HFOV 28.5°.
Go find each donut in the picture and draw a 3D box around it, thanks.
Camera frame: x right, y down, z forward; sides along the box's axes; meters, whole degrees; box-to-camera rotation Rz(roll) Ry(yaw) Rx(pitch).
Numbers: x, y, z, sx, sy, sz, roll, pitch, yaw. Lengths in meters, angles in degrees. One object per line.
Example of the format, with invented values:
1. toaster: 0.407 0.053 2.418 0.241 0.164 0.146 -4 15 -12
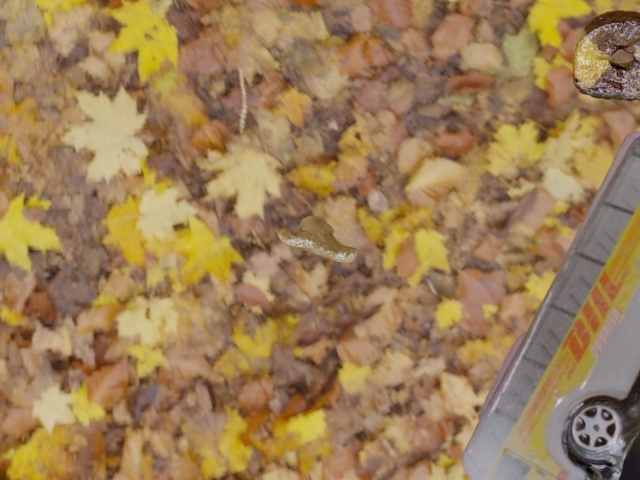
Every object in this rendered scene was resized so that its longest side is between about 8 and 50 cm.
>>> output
1. donut: 0.410 -0.254 1.727 0.140 0.059 0.140 3 131 3

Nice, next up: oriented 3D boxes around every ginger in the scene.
1. ginger: -0.001 0.000 1.447 0.097 0.048 0.030 16 141 13

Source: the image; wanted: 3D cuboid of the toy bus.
1. toy bus: 0.122 0.041 0.510 0.057 0.072 0.172 37 79 -51
